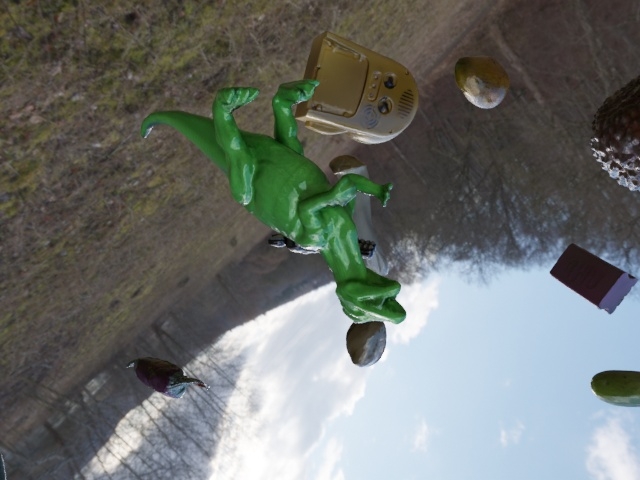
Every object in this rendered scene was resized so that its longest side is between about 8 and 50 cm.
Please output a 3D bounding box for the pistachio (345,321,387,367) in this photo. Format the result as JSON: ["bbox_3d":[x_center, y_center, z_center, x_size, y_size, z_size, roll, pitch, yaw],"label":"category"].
[{"bbox_3d":[0.123,0.266,1.129,0.113,0.112,0.149,-63,179,-74],"label":"pistachio"}]

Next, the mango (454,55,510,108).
[{"bbox_3d":[0.358,-0.350,0.936,0.089,0.115,0.164,-24,177,41],"label":"mango"}]

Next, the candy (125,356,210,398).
[{"bbox_3d":[-0.229,0.197,0.615,0.174,0.044,0.045,3,176,40],"label":"candy"}]

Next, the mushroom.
[{"bbox_3d":[0.104,-0.071,1.157,0.159,0.329,0.122,-2,-168,37],"label":"mushroom"}]

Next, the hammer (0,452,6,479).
[{"bbox_3d":[-0.447,0.256,0.428,0.041,0.159,0.226,-40,153,10],"label":"hammer"}]

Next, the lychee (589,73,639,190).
[{"bbox_3d":[0.453,-0.159,0.568,0.165,0.198,0.165,-32,-162,12],"label":"lychee"}]

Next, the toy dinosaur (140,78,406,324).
[{"bbox_3d":[-0.098,-0.062,0.698,0.499,0.375,0.143,2,-154,44],"label":"toy dinosaur"}]

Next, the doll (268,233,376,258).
[{"bbox_3d":[0.000,0.000,0.842,0.091,0.219,0.067,-49,145,-66],"label":"doll"}]

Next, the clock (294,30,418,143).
[{"bbox_3d":[0.108,-0.387,1.133,0.200,0.316,0.245,-125,-130,-71],"label":"clock"}]

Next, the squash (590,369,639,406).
[{"bbox_3d":[1.107,0.496,1.405,0.369,0.119,0.118,-2,-161,15],"label":"squash"}]

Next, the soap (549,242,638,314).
[{"bbox_3d":[0.766,0.103,1.202,0.122,0.065,0.203,-61,-160,15],"label":"soap"}]
